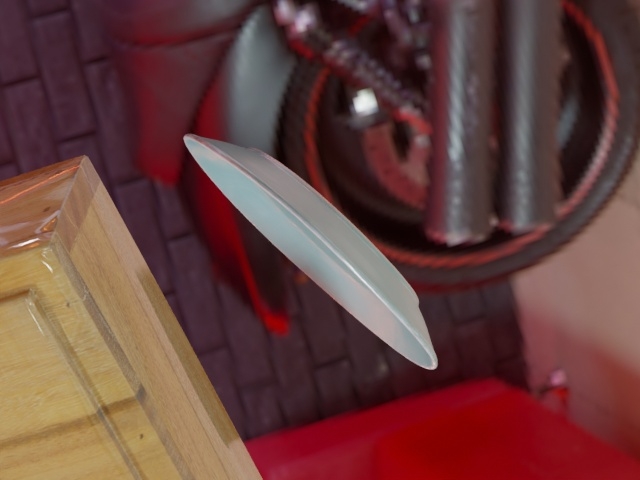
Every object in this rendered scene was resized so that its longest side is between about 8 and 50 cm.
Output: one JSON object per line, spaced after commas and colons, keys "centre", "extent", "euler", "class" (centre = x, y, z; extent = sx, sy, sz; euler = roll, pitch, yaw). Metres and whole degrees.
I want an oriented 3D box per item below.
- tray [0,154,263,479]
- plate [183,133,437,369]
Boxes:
{"centre": [-0.241, 0.123, 0.792], "extent": [0.076, 0.411, 0.203], "euler": [-78, -33, -58], "class": "tray"}
{"centre": [0.000, 0.000, 1.040], "extent": [0.188, 0.024, 0.188], "euler": [41, 173, 6], "class": "plate"}
